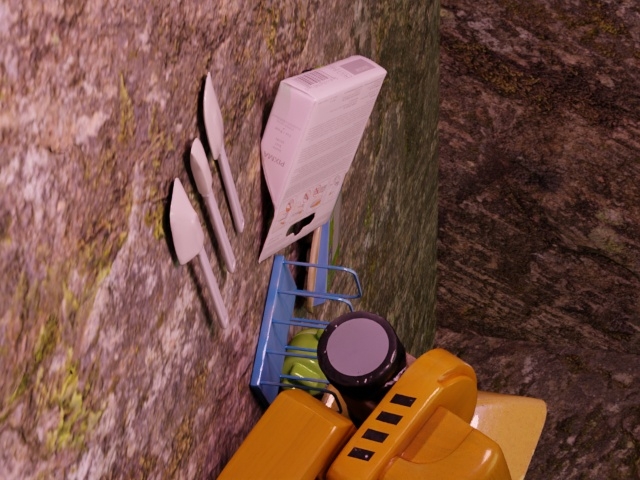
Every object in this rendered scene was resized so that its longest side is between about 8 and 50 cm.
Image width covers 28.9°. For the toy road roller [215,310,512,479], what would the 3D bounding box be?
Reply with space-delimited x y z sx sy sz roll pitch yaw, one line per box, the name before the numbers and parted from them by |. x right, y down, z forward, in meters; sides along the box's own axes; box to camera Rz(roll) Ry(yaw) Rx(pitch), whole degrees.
toy road roller | 0.060 0.263 1.372 0.329 0.240 0.202 -50 149 -15

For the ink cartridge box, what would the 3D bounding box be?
ink cartridge box | -0.015 -0.101 1.488 0.181 0.056 0.225 -31 149 -56

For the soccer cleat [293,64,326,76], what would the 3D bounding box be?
soccer cleat | 0.008 -0.190 1.573 0.179 0.072 0.060 -58 152 -67

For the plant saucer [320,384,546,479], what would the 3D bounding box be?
plant saucer | 0.075 0.304 1.538 0.081 0.332 0.333 49 57 -39

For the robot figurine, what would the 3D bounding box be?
robot figurine | -0.016 0.163 1.668 0.101 0.067 0.115 -58 -175 32

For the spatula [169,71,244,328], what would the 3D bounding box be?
spatula | -0.107 -0.024 1.212 0.242 0.019 0.168 82 12 -57

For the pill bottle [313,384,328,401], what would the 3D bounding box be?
pill bottle | 0.041 0.239 1.827 0.219 0.122 0.123 -45 142 -54

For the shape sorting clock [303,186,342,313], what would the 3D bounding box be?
shape sorting clock | 0.000 0.000 1.734 0.206 0.040 0.206 5 90 -83

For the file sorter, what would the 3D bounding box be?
file sorter | -0.014 0.123 1.557 0.118 0.104 0.170 70 28 -66
